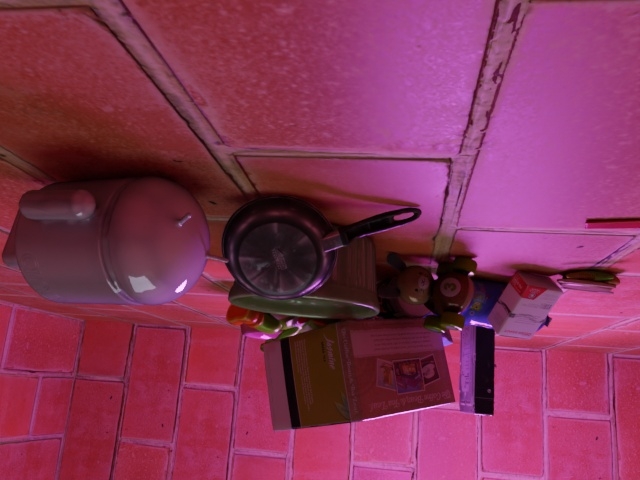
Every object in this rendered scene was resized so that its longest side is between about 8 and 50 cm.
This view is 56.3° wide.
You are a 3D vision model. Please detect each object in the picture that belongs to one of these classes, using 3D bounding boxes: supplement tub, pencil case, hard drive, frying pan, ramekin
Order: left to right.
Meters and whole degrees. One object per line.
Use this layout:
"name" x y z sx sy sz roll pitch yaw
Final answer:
"ramekin" -0.028 0.065 1.213 0.304 0.148 0.303 4 166 1
"frying pan" -0.005 0.027 1.002 0.327 0.197 0.053 6 -156 0
"supplement tub" 0.203 0.151 1.550 0.117 0.116 0.190 10 164 -20
"hard drive" 0.461 0.341 1.773 0.064 0.338 0.237 3 167 4
"pencil case" 0.435 0.171 1.529 0.306 0.133 0.119 11 165 -22

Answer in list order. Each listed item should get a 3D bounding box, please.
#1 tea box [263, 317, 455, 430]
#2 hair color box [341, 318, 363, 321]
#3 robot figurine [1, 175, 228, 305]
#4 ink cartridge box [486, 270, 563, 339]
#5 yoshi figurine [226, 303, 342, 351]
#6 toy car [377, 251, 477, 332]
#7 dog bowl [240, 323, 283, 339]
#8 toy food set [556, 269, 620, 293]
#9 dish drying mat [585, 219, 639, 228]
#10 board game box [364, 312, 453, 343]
"tea box" 0.090 0.325 1.460 0.329 0.219 0.324 6 160 -42
"hair color box" 0.090 0.175 1.628 0.043 0.141 0.072 -1 165 21
"robot figurine" -0.325 0.002 0.947 0.354 0.199 0.300 -2 158 22
"ink cartridge box" 0.481 0.155 1.417 0.109 0.063 0.150 11 120 -24
"yoshi figurine" -0.090 0.199 1.643 0.362 0.203 0.203 26 116 -35
"toy car" 0.222 0.098 1.304 0.189 0.154 0.149 21 163 -12
"dog bowl" -0.085 0.255 1.989 0.409 0.150 0.408 5 166 1
"toy food set" 0.612 0.091 1.369 0.133 0.038 0.192 6 173 25
"dish drying mat" 0.479 -0.027 0.979 0.083 0.008 0.032 0 164 22
"board game box" 0.219 0.273 1.790 0.291 0.141 0.232 -22 157 15
